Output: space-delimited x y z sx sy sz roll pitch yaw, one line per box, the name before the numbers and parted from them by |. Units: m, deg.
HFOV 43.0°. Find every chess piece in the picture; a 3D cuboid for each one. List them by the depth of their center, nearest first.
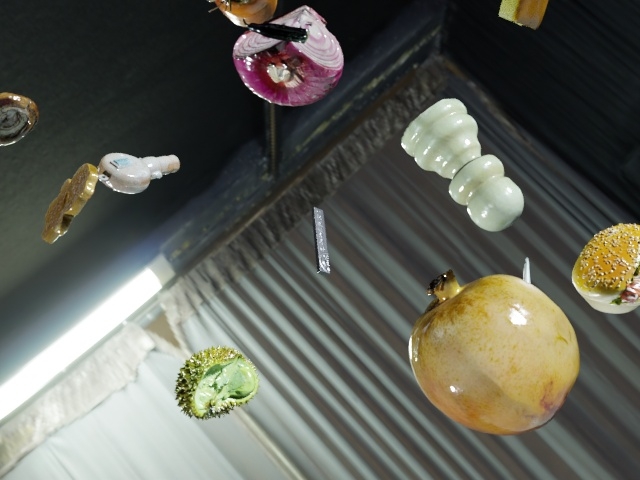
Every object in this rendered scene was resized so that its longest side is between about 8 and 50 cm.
chess piece | 0.264 -0.122 1.435 0.133 0.243 0.133 -29 -23 -14

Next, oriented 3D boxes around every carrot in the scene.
carrot | -0.230 -0.745 2.384 0.331 0.214 0.193 -128 42 -83

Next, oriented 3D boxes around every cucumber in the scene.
cucumber | -0.107 -0.489 1.887 0.039 0.163 0.043 82 -161 -68

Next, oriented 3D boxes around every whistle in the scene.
whistle | -0.377 -0.149 1.696 0.220 0.107 0.057 -19 -41 -55

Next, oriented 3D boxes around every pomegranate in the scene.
pomegranate | 0.300 0.193 1.451 0.319 0.319 0.319 -41 -14 -12

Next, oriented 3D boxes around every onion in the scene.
onion | -0.078 -0.456 2.109 0.230 0.256 0.272 51 -120 -36

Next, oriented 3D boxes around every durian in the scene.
durian | -0.302 0.401 2.273 0.236 0.200 0.176 -19 0 -42

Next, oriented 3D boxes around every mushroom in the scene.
mushroom | -0.601 -0.238 1.560 0.123 0.052 0.123 -30 -24 -15

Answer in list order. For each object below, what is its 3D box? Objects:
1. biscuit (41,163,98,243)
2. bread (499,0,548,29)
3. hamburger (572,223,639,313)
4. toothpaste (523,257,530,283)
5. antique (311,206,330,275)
biscuit | -0.559 -0.089 1.831 0.036 0.166 0.225 28 -57 -30
bread | 0.378 -0.488 1.408 0.088 0.049 0.226 1 -69 -46
hamburger | 0.618 0.053 1.671 0.210 0.172 0.116 -54 -42 -28
toothpaste | 0.513 0.148 2.021 0.052 0.033 0.218 80 -164 -59
antique | 0.000 0.000 1.942 0.031 0.192 0.015 17 -41 -28
